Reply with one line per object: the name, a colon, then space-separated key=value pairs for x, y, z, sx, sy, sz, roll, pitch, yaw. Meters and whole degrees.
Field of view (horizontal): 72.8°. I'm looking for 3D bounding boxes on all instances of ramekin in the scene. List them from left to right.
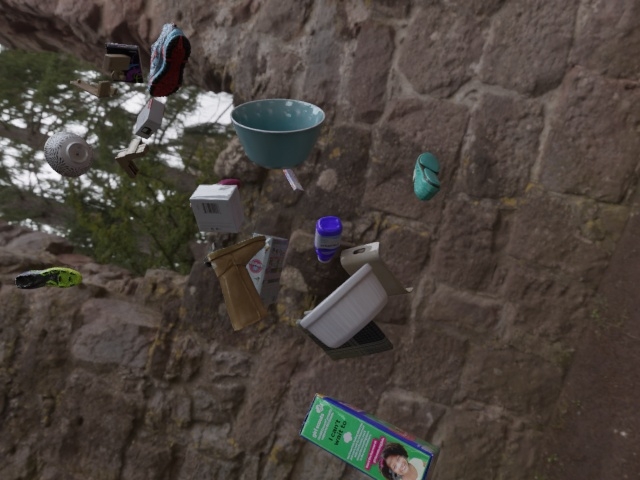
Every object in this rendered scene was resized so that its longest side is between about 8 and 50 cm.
ramekin: x=0.079 y=0.201 z=1.285 sx=0.273 sy=0.127 sz=0.273 roll=-40 pitch=-6 yaw=-5

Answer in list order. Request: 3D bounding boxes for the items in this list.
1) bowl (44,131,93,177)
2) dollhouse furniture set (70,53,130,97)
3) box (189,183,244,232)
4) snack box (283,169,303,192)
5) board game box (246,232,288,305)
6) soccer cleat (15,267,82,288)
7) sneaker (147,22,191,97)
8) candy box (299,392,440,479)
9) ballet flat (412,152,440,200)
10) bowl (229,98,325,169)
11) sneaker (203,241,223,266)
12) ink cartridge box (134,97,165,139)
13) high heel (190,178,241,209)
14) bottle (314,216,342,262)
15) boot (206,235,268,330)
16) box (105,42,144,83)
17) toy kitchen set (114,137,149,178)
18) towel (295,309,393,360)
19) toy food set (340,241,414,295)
bowl: x=-0.905 y=-0.318 z=1.595 sx=0.170 sy=0.080 sz=0.170 roll=-5 pitch=-84 yaw=-54
dollhouse furniture set: x=-0.821 y=-0.636 z=1.623 sx=0.151 sy=0.123 sz=0.144 roll=-65 pitch=-3 yaw=26
box: x=-0.443 y=-0.137 z=1.882 sx=0.119 sy=0.180 sz=0.182 roll=-75 pitch=-17 yaw=-49
snack box: x=-0.156 y=-0.345 z=2.487 sx=0.022 sy=0.064 sz=0.178 roll=-48 pitch=53 yaw=26
board game box: x=-0.246 y=0.129 z=1.908 sx=0.224 sy=0.097 sz=0.304 roll=10 pitch=-87 yaw=-77
soccer cleat: x=-1.206 y=0.166 z=1.949 sx=0.121 sy=0.289 sz=0.094 roll=-97 pitch=3 yaw=-85
sneaker: x=-0.512 y=-0.599 z=1.450 sx=0.104 sy=0.125 sz=0.262 roll=-6 pitch=-31 yaw=-46
candy box: x=0.138 y=0.531 z=1.142 sx=0.122 sy=0.317 sz=0.268 roll=-66 pitch=-25 yaw=-14
ballet flat: x=0.319 y=-0.195 z=1.341 sx=0.087 sy=0.083 sz=0.247 roll=-53 pitch=9 yaw=32
bowl: x=-0.141 y=-0.349 z=1.458 sx=0.312 sy=0.311 sz=0.163 roll=-69 pitch=-15 yaw=-52
sneaker: x=-0.540 y=0.105 z=2.201 sx=0.118 sy=0.083 sz=0.222 roll=-57 pitch=20 yaw=12
ink cartridge box: x=-0.847 y=-0.600 z=2.154 sx=0.175 sy=0.072 sz=0.128 roll=-21 pitch=59 yaw=45
high heel: x=-0.546 y=-0.249 z=2.472 sx=0.377 sy=0.181 sz=0.127 roll=-43 pitch=-50 yaw=-40
bottle: x=0.031 y=0.005 z=2.003 sx=0.283 sy=0.118 sz=0.092 roll=99 pitch=164 yaw=-55
boot: x=-0.245 y=0.140 z=1.491 sx=0.236 sy=0.270 sz=0.089 roll=-23 pitch=-2 yaw=-32
box: x=-0.763 y=-0.691 z=1.700 sx=0.162 sy=0.116 sz=0.029 roll=111 pitch=155 yaw=-56
toy kitchen set: x=-0.487 y=-0.224 z=1.168 sx=0.075 sy=0.083 sz=0.068 roll=67 pitch=-164 yaw=-46
towel: x=0.100 y=0.385 z=1.825 sx=0.312 sy=0.324 sz=0.056 roll=50 pitch=-144 yaw=-30
toy food set: x=0.257 y=0.141 z=1.966 sx=0.219 sy=0.306 sz=0.092 roll=-15 pitch=35 yaw=43
